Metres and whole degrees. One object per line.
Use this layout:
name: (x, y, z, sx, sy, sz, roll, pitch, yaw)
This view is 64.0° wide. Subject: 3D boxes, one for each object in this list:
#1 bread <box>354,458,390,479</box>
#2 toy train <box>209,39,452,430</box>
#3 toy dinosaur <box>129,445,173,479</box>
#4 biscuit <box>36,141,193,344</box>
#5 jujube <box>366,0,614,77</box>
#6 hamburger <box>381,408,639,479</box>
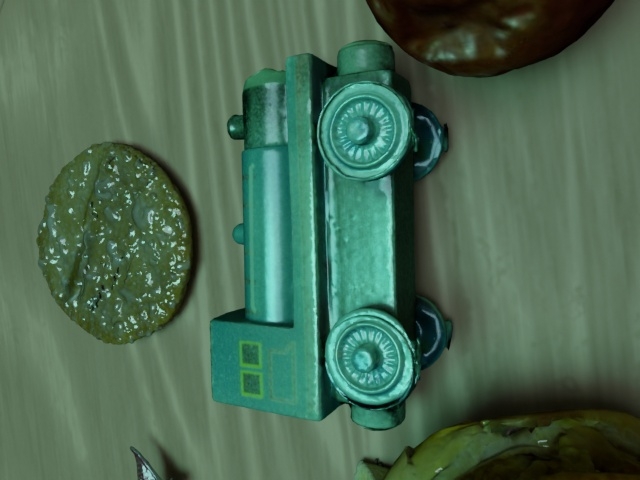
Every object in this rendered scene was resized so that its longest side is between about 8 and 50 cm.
bread: (0.086, 0.242, 0.450, 0.109, 0.080, 0.084, 6, 97, -14)
toy train: (0.000, 0.000, 0.418, 0.194, 0.120, 0.298, 0, 94, 27)
toy dinosaur: (-0.156, 0.318, 0.545, 0.108, 0.032, 0.220, -24, 94, 18)
biscuit: (-0.226, 0.003, 0.553, 0.220, 0.033, 0.220, 1, 92, 23)
jujube: (0.122, -0.235, 0.319, 0.190, 0.190, 0.255, 24, 90, 19)
hamburger: (0.158, 0.265, 0.320, 0.290, 0.170, 0.314, -2, 96, 6)
